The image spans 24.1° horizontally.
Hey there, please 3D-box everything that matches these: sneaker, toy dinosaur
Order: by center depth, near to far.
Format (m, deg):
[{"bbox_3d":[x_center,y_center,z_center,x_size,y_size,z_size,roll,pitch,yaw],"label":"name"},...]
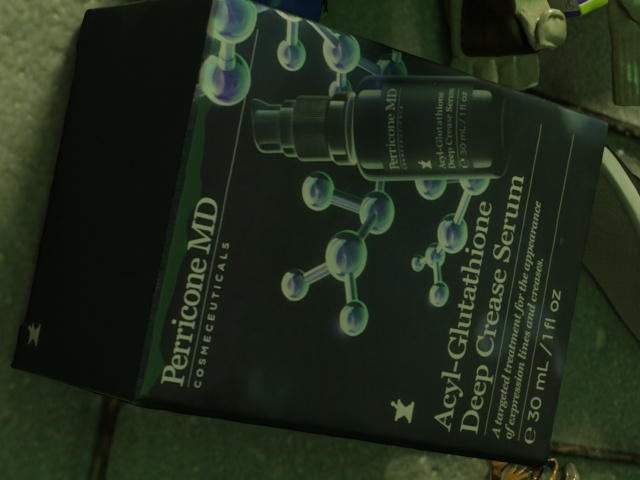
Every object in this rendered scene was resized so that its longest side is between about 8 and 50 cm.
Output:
[{"bbox_3d":[0.188,0.267,1.425,0.211,0.064,0.112,-33,112,-29],"label":"toy dinosaur"},{"bbox_3d":[0.333,-0.024,1.493,0.147,0.104,0.295,-51,124,-24],"label":"sneaker"}]

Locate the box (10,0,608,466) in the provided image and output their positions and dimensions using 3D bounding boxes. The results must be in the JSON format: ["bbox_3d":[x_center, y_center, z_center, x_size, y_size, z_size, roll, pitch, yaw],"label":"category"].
[{"bbox_3d":[0.000,0.000,1.189,0.395,0.212,0.293,13,86,-34],"label":"box"}]

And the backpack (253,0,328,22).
[{"bbox_3d":[-0.038,-0.220,1.218,0.098,0.101,0.120,16,80,-41],"label":"backpack"}]

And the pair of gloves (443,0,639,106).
[{"bbox_3d":[0.232,-0.223,1.355,0.240,0.042,0.204,5,108,3],"label":"pair of gloves"}]

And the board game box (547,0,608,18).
[{"bbox_3d":[0.315,-0.384,1.470,0.347,0.078,0.233,-29,109,-30],"label":"board game box"}]
